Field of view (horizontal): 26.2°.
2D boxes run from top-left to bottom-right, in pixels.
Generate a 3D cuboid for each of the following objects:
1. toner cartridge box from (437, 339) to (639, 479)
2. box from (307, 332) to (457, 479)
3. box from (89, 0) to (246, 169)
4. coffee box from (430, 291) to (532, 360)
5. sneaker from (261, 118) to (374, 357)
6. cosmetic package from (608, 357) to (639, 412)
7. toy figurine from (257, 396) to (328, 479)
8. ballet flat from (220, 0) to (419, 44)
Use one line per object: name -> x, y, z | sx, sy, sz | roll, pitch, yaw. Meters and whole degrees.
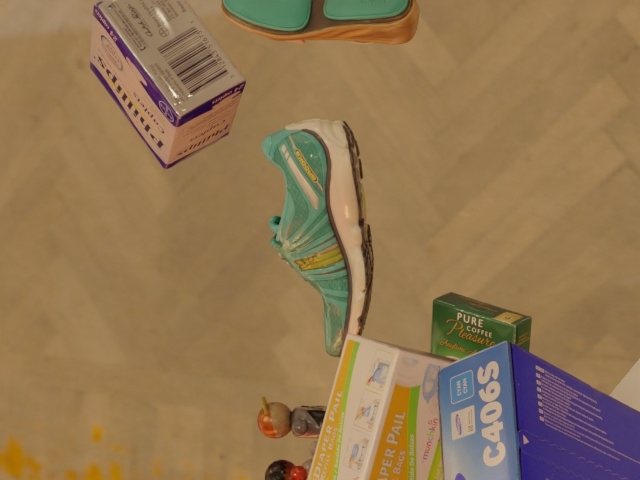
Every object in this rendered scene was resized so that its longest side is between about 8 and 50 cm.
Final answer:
toner cartridge box -> 0.237, 0.221, 1.123 | 0.075, 0.348, 0.165 | -28, 48, 36
box -> 0.068, 0.204, 1.316 | 0.103, 0.114, 0.203 | 11, 86, 63
box -> -0.136, -0.146, 1.198 | 0.072, 0.137, 0.126 | -34, 82, -18
coffee box -> 0.175, 0.158, 1.527 | 0.113, 0.040, 0.184 | 15, 114, 39
sneaker -> 0.000, 0.000, 1.496 | 0.110, 0.107, 0.275 | -6, 109, 8
cosmetic package -> 0.408, 0.223, 1.463 | 0.138, 0.224, 0.224 | 27, 63, 39
toy figurine -> -0.028, 0.329, 1.796 | 0.148, 0.213, 0.209 | 0, 48, 7
ballet flat -> 0.000, -0.252, 1.580 | 0.232, 0.073, 0.080 | 6, 65, 16
